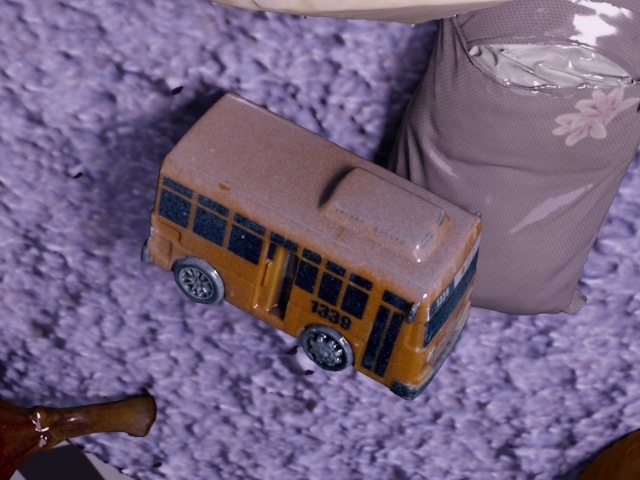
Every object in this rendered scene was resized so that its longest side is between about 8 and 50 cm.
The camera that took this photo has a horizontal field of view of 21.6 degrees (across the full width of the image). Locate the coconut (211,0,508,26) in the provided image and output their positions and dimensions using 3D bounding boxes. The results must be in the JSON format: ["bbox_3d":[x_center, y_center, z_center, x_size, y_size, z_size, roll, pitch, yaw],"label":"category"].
[{"bbox_3d":[0.024,-0.225,0.633,0.323,0.323,0.323,3,135,3],"label":"coconut"}]

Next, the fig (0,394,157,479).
[{"bbox_3d":[-0.264,0.130,1.107,0.320,0.217,0.217,-14,138,-19],"label":"fig"}]

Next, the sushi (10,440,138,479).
[{"bbox_3d":[-0.232,0.264,1.296,0.292,0.059,0.294,34,129,-25],"label":"sushi"}]

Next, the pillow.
[{"bbox_3d":[0.111,-0.043,0.959,0.169,0.059,0.255,10,136,-5],"label":"pillow"}]

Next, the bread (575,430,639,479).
[{"bbox_3d":[0.251,0.198,1.138,0.260,0.129,0.134,-22,128,22],"label":"bread"}]

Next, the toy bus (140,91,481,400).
[{"bbox_3d":[0.000,0.000,0.949,0.182,0.091,0.103,27,137,12],"label":"toy bus"}]
